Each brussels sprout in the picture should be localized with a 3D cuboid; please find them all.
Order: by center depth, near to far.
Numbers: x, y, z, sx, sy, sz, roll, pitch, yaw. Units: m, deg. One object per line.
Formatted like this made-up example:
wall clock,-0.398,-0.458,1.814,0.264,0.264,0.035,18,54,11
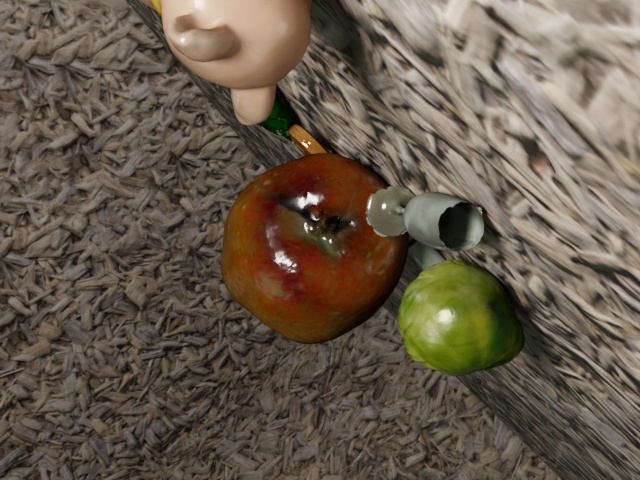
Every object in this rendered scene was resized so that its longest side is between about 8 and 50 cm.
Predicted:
brussels sprout,0.182,0.092,1.058,0.122,0.152,0.149,-32,74,58

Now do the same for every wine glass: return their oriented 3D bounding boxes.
wine glass,0.118,-0.025,0.960,0.074,0.074,0.262,48,176,-12

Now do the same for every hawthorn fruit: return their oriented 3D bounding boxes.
hawthorn fruit,0.000,0.000,1.206,0.268,0.268,0.301,47,157,1

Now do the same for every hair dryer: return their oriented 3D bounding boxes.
hair dryer,0.200,0.058,1.202,0.155,0.044,0.183,47,172,-9

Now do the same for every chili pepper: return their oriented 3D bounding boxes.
chili pepper,-0.088,-0.219,1.396,0.098,0.061,0.224,39,172,19

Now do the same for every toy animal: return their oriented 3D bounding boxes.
toy animal,-0.100,-0.235,0.710,0.248,0.149,0.165,58,-163,23

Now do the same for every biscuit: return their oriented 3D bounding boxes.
biscuit,0.023,-0.117,1.400,0.165,0.036,0.250,44,179,39
